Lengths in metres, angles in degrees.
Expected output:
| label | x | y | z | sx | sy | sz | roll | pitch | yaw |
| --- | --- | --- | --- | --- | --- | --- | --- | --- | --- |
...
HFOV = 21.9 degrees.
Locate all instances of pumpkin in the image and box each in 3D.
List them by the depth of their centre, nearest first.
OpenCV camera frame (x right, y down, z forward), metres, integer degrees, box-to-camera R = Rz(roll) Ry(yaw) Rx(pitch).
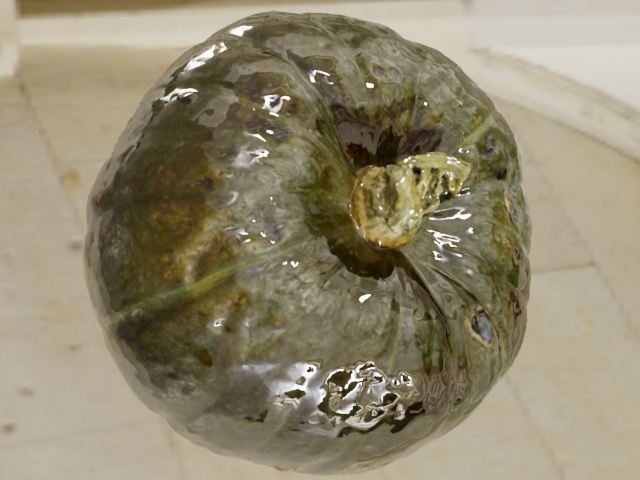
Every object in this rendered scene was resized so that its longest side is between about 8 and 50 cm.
| label | x | y | z | sx | sy | sz | roll | pitch | yaw |
| --- | --- | --- | --- | --- | --- | --- | --- | --- | --- |
| pumpkin | 0.000 | 0.000 | 0.770 | 0.157 | 0.223 | 0.224 | -28 | -107 | 57 |
